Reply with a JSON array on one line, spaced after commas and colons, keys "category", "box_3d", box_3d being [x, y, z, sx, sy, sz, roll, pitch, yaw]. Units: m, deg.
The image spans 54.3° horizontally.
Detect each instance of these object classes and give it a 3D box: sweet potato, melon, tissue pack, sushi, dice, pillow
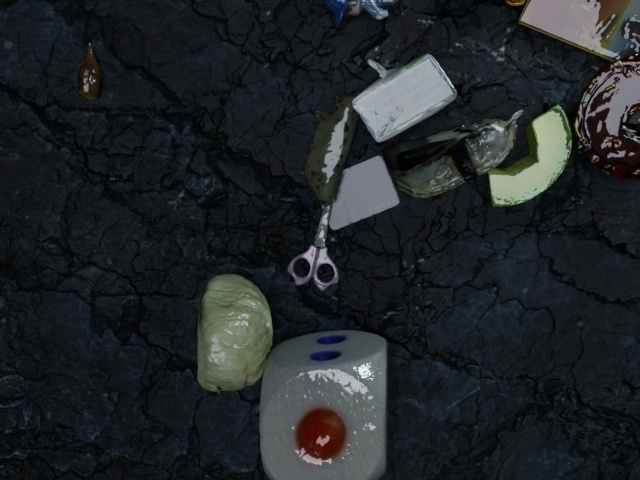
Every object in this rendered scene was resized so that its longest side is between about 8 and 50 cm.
[{"category": "sweet potato", "box_3d": [-0.489, -0.359, 1.316, 0.049, 0.049, 0.117, 4, 96, 8]}, {"category": "melon", "box_3d": [0.401, -0.152, 1.204, 0.209, 0.064, 0.118, -40, 92, 14]}, {"category": "tissue pack", "box_3d": [0.144, -0.272, 1.138, 0.159, 0.229, 0.145, -30, 93, 14]}, {"category": "sushi", "box_3d": [0.271, -0.162, 1.205, 0.273, 0.134, 0.109, -19, 109, -4]}, {"category": "dice", "box_3d": [0.017, 0.332, 1.238, 0.243, 0.251, 0.259, -3, 98, 7]}, {"category": "pillow", "box_3d": [0.016, -0.191, 1.262, 0.093, 0.051, 0.241, 20, 101, 17]}]

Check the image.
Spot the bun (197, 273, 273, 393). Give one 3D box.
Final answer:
[{"category": "bun", "box_3d": [-0.172, 0.191, 1.259, 0.153, 0.244, 0.243, -1, 98, -1]}]

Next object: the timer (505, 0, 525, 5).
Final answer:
[{"category": "timer", "box_3d": [0.358, -0.499, 1.134, 0.107, 0.107, 0.109, 32, 146, 3]}]

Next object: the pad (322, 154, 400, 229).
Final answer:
[{"category": "pad", "box_3d": [0.075, -0.098, 1.290, 0.157, 0.003, 0.112, -22, 95, 11]}]

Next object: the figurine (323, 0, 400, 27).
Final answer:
[{"category": "figurine", "box_3d": [0.080, -0.462, 1.202, 0.149, 0.087, 0.086, 1, 61, 8]}]

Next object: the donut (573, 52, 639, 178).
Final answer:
[{"category": "donut", "box_3d": [0.580, -0.225, 1.142, 0.235, 0.089, 0.235, 3, 106, 10]}]

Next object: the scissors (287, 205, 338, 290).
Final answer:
[{"category": "scissors", "box_3d": [0.000, 0.000, 1.305, 0.110, 0.021, 0.212, 14, 103, 5]}]

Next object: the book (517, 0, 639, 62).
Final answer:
[{"category": "book", "box_3d": [0.595, -0.456, 1.147, 0.374, 0.028, 0.262, 24, 103, 4]}]
